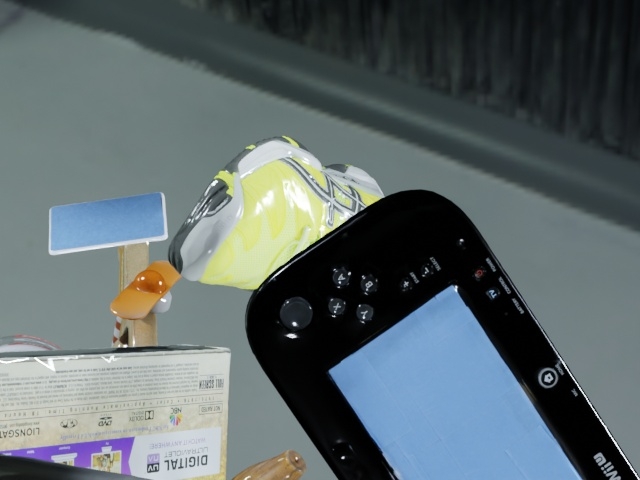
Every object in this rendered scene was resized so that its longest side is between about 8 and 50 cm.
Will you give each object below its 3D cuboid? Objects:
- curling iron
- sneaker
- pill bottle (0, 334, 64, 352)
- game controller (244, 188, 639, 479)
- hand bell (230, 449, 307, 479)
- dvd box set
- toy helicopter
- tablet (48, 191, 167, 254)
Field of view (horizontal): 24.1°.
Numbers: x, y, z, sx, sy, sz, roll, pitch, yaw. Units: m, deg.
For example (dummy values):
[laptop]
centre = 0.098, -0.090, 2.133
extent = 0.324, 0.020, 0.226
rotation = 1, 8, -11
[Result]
[curling iron]
centre = -0.167, 0.133, 0.743
extent = 0.274, 0.068, 0.035
rotation = -13, -9, 41
[sneaker]
centre = 0.000, 0.000, 1.440
extent = 0.147, 0.145, 0.384
rotation = 43, 21, 21
[pill bottle]
centre = -0.327, 0.184, 1.622
extent = 0.161, 0.161, 0.283
rotation = -18, 4, -11
[game controller]
centre = 0.092, 0.126, 0.990
extent = 0.166, 0.319, 0.067
rotation = -33, 9, 6
[hand bell]
centre = -0.096, 0.227, 1.069
extent = 0.242, 0.126, 0.126
rotation = -42, 41, 22
[dvd box set]
centre = -0.198, 0.301, 1.268
extent = 0.062, 0.420, 0.307
rotation = 2, 0, 36
[toy helicopter]
centre = -0.247, 0.085, 1.984
extent = 0.140, 0.235, 0.355
rotation = 6, 49, -13
[tablet]
centre = -0.151, -0.012, 1.065
extent = 0.083, 0.006, 0.054
rotation = -8, 39, -3
